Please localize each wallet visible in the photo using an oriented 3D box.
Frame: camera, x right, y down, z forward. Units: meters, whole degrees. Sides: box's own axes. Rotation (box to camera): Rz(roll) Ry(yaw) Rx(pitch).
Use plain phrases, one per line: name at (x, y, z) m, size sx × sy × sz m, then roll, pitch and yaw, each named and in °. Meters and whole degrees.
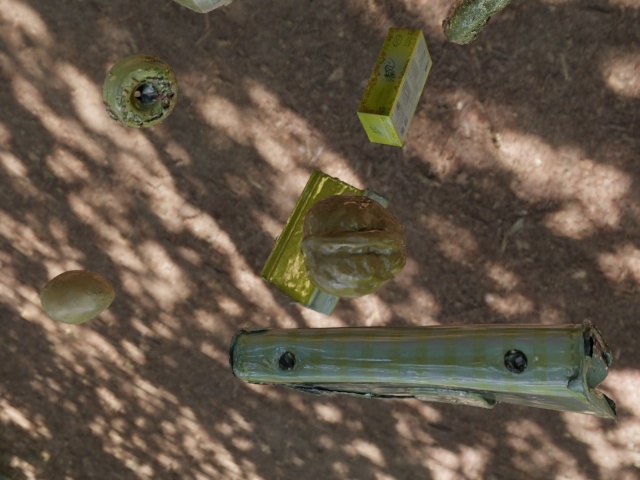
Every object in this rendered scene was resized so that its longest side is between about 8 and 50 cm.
wallet at (0.103, 0.119, 0.801) m, size 0.310 × 0.077 × 0.223 m, roll -2°, pitch 166°, yaw 25°

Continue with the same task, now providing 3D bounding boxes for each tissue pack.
tissue pack at (0.125, -0.258, 1.452) m, size 0.062 × 0.176 × 0.095 m, roll 11°, pitch 159°, yaw 25°

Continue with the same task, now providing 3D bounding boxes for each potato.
potato at (-0.501, 0.112, 1.786) m, size 0.147 × 0.112 × 0.112 m, roll -9°, pitch 156°, yaw -26°

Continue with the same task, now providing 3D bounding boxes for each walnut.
walnut at (0.046, 0.008, 1.279) m, size 0.166 × 0.166 × 0.149 m, roll 39°, pitch 156°, yaw -14°

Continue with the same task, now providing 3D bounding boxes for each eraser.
eraser at (0.000, 0.000, 1.444) m, size 0.069 × 0.226 × 0.158 m, roll 26°, pitch -178°, yaw -41°

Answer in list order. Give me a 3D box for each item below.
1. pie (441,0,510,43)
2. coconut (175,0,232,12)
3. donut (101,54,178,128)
pie at (0.257, -0.365, 1.116) m, size 0.055 × 0.274 × 0.274 m, roll 41°, pitch 144°, yaw -4°
coconut at (-0.269, -0.591, 1.941) m, size 0.183 × 0.171 × 0.171 m, roll -29°, pitch 125°, yaw 6°
donut at (-0.387, -0.318, 1.881) m, size 0.068 × 0.175 × 0.174 m, roll 45°, pitch 165°, yaw 48°
